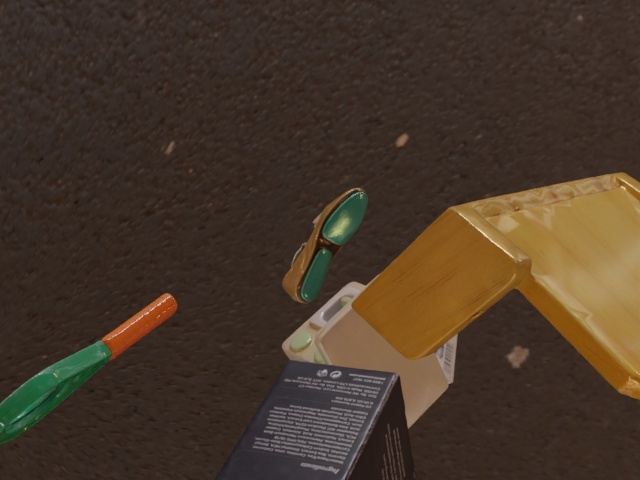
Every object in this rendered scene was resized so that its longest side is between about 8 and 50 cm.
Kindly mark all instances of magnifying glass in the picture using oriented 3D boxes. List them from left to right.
[{"bbox_3d":[-0.230,0.120,1.026,0.026,0.092,0.231,48,52,9],"label":"magnifying glass"}]

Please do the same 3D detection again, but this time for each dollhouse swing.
[{"bbox_3d":[0.301,0.102,1.286,0.347,0.315,0.305,-12,65,-41],"label":"dollhouse swing"}]

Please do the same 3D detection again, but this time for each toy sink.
[{"bbox_3d":[0.052,0.156,1.475,0.153,0.131,0.234,-43,126,-22],"label":"toy sink"}]

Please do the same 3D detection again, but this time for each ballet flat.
[{"bbox_3d":[0.000,0.000,1.883,0.080,0.073,0.232,36,82,-43],"label":"ballet flat"}]

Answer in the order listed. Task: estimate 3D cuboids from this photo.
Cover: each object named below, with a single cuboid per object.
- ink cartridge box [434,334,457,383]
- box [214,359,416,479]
[{"bbox_3d":[0.161,0.183,1.967,0.045,0.208,0.206,37,50,-38],"label":"ink cartridge box"},{"bbox_3d":[0.000,0.195,0.747,0.158,0.093,0.156,-57,144,-48],"label":"box"}]
